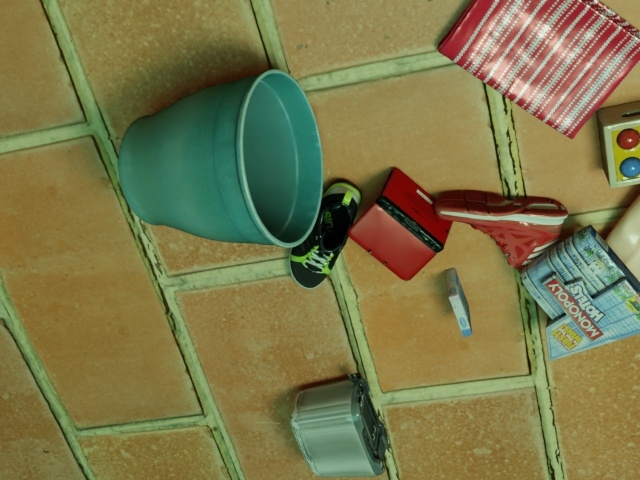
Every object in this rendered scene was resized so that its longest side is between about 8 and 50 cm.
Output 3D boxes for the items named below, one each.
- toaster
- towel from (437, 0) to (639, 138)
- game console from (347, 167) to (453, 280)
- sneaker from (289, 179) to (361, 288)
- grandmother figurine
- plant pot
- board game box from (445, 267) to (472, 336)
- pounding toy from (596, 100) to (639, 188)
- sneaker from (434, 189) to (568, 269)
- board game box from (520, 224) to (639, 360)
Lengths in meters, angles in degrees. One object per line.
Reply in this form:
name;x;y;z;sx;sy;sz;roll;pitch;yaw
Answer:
toaster;0.035;0.364;1.726;0.146;0.129;0.227;-12;120;16
towel;0.341;-0.297;1.353;0.275;0.031;0.199;31;120;-11
game console;0.138;-0.027;1.502;0.144;0.124;0.085;39;140;-16
sneaker;0.000;0.000;1.530;0.084;0.097;0.234;20;121;-4
grandmother figurine;0.512;0.053;1.507;0.208;0.104;0.342;41;124;14
plant pot;-0.167;-0.119;1.397;0.255;0.271;0.271;-3;121;24
board game box;0.246;0.109;1.569;0.020;0.090;0.090;-17;118;14
pounding toy;0.513;-0.158;1.373;0.141;0.100;0.130;-10;119;13
sneaker;0.299;-0.008;1.498;0.221;0.087;0.128;6;120;5
board game box;0.429;0.106;1.471;0.194;0.060;0.194;-39;96;29
